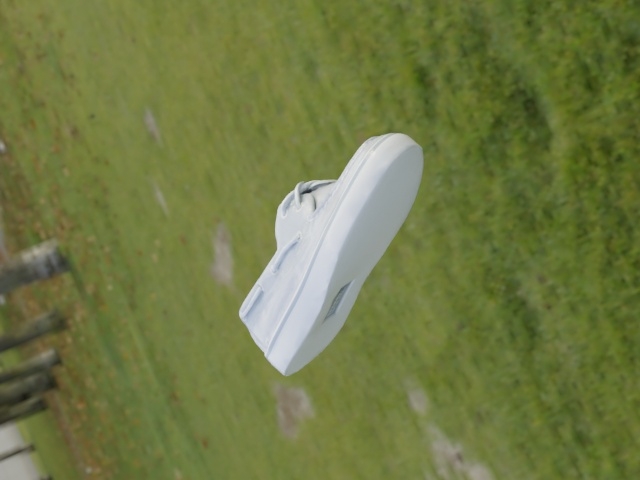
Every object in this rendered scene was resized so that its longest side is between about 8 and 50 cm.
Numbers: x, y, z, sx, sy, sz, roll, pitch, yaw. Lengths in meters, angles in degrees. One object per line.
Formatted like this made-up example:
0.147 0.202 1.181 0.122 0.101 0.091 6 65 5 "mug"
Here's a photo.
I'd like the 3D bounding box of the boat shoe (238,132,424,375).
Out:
0.000 0.000 0.754 0.063 0.066 0.184 43 138 18 "boat shoe"
